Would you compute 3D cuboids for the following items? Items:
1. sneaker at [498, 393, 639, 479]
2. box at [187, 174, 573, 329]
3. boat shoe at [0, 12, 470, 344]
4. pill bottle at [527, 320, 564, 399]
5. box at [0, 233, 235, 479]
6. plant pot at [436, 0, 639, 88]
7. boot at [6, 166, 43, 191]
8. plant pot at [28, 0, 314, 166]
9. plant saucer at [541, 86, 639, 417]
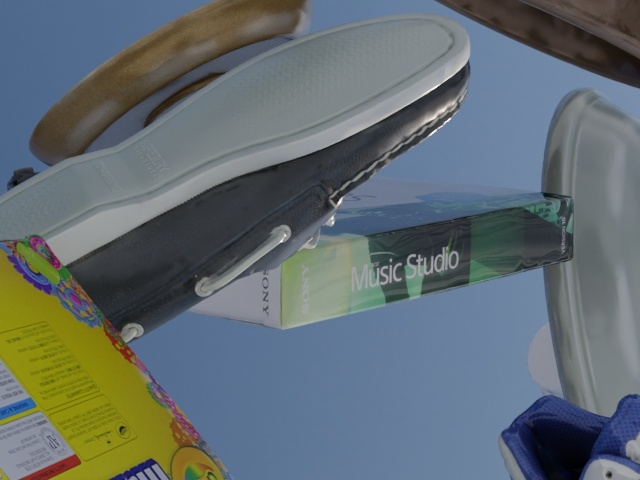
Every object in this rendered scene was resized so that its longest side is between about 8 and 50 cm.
[{"bbox_3d":[0.195,0.144,0.888,0.112,0.296,0.131,-42,-72,-28],"label":"sneaker"},{"bbox_3d":[0.000,0.000,1.271,0.322,0.232,0.059,-13,-75,-46],"label":"box"},{"bbox_3d":[-0.049,-0.025,0.941,0.114,0.302,0.091,-111,-3,-59],"label":"boat shoe"},{"bbox_3d":[0.319,0.155,1.895,0.215,0.117,0.117,28,-140,-42],"label":"pill bottle"},{"bbox_3d":[-0.219,0.158,0.712,0.177,0.279,0.290,50,-165,7],"label":"box"},{"bbox_3d":[0.198,-0.259,1.273,0.263,0.229,0.263,24,-176,-2],"label":"plant pot"},{"bbox_3d":[-0.226,0.057,1.489,0.091,0.229,0.263,-10,-164,-20],"label":"boot"},{"bbox_3d":[-0.101,-0.110,1.270,0.236,0.236,0.032,-22,-101,-44],"label":"plant pot"},{"bbox_3d":[0.298,0.056,1.513,0.400,0.100,0.401,-10,-90,-66],"label":"plant saucer"}]
